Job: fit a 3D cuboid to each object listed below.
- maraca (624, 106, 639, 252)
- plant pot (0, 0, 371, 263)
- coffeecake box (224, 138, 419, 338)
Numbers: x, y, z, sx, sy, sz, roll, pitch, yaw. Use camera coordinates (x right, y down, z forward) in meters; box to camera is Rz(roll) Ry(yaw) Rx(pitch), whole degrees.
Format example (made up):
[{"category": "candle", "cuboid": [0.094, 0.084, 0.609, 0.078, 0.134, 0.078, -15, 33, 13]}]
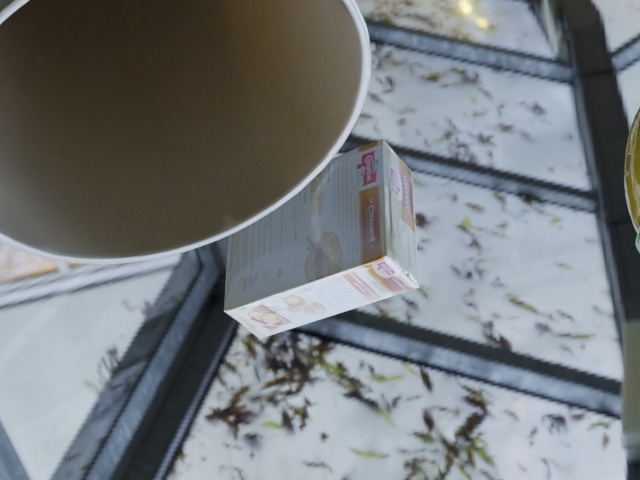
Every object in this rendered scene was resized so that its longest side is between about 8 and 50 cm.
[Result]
[{"category": "maraca", "cuboid": [0.182, -0.036, 0.444, 0.127, 0.099, 0.186, -40, 163, 18]}, {"category": "plant pot", "cuboid": [-0.135, -0.171, 0.707, 0.256, 0.256, 0.274, -20, -123, -7]}, {"category": "coffeecake box", "cuboid": [0.000, 0.000, 1.103, 0.185, 0.068, 0.142, -20, -130, 26]}]
